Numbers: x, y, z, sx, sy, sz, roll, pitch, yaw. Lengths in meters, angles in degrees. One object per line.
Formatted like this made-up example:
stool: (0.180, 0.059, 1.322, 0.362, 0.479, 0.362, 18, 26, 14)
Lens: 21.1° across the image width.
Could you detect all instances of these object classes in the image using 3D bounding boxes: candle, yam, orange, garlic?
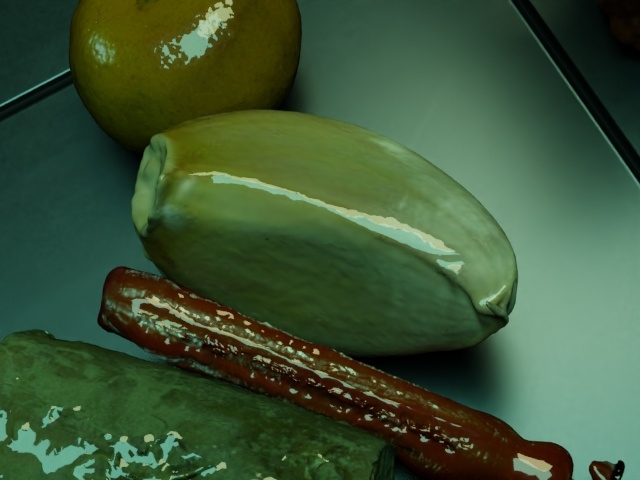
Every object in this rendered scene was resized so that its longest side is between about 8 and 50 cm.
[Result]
candle: (0.018, 0.096, 1.027, 0.329, 0.048, 0.051, 22, 62, 2)
yam: (-0.102, 0.152, 0.985, 0.304, 0.168, 0.168, 17, 70, 13)
orange: (-0.087, -0.125, 1.126, 0.156, 0.124, 0.156, -11, 58, 18)
garlic: (0.008, 0.002, 1.035, 0.245, 0.164, 0.145, 17, 93, 14)

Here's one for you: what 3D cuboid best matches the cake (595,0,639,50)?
cake: (0.309, -0.303, 1.075, 0.319, 0.270, 0.269, -6, 68, 6)
